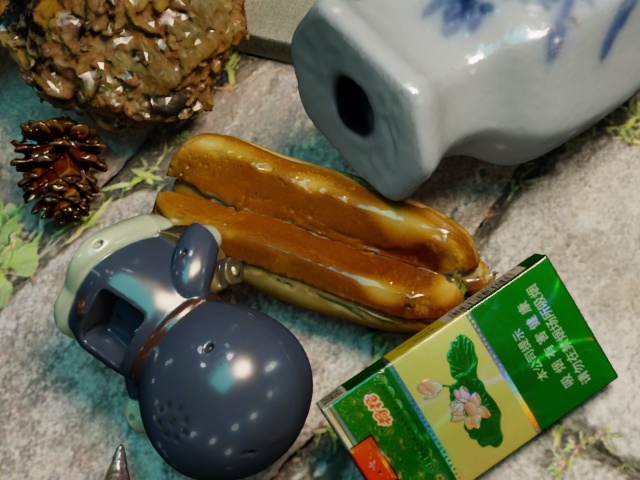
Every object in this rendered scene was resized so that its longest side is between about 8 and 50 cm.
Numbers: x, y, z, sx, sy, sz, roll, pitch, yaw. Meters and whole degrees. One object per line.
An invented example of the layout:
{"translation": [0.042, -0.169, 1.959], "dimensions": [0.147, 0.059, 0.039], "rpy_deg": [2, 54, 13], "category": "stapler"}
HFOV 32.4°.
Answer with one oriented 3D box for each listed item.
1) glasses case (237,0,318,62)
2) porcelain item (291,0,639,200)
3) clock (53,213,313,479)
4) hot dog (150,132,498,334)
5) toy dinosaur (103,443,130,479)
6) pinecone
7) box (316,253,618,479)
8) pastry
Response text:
{"translation": [0.012, -0.216, 1.168], "dimensions": [0.205, 0.047, 0.071], "rpy_deg": [14, 68, 16], "category": "glasses case"}
{"translation": [0.188, -0.205, 1.025], "dimensions": [0.405, 0.178, 0.242], "rpy_deg": [-30, 62, -23], "category": "porcelain item"}
{"translation": [-0.116, 0.103, 0.966], "dimensions": [0.243, 0.146, 0.199], "rpy_deg": [41, 116, 21], "category": "clock"}
{"translation": [0.000, 0.000, 1.033], "dimensions": [0.337, 0.100, 0.135], "rpy_deg": [19, 76, 18], "category": "hot dog"}
{"translation": [-0.194, 0.324, 0.915], "dimensions": [0.162, 0.077, 0.294], "rpy_deg": [-12, 76, -2], "category": "toy dinosaur"}
{"translation": [-0.261, -0.071, 1.116], "dimensions": [0.102, 0.102, 0.109], "rpy_deg": [-12, 92, 3], "category": "pinecone"}
{"translation": [0.128, 0.128, 0.944], "dimensions": [0.235, 0.034, 0.132], "rpy_deg": [-33, 99, -8], "category": "box"}
{"translation": [-0.196, -0.238, 1.089], "dimensions": [0.275, 0.193, 0.275], "rpy_deg": [2, 85, -22], "category": "pastry"}
